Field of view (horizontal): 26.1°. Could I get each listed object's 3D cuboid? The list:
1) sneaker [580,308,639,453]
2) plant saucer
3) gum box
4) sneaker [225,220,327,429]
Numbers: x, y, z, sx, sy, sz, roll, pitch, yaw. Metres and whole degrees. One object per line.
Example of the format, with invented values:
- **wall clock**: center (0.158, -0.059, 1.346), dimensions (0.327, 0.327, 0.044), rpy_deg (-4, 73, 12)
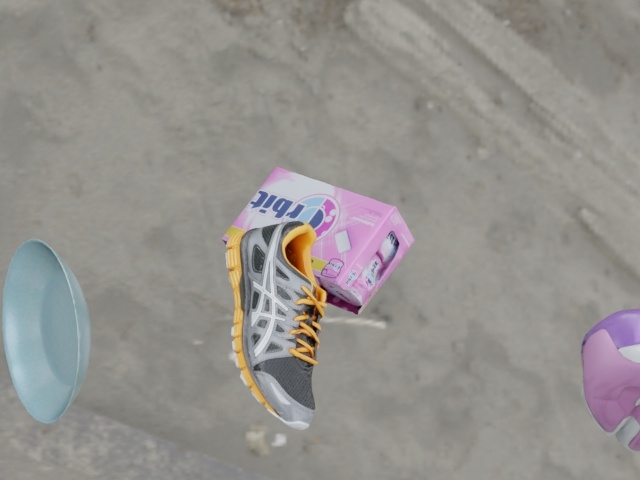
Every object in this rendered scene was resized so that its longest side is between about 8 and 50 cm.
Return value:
- **sneaker**: center (0.225, 0.046, 0.656), dimensions (0.237, 0.095, 0.104), rpy_deg (4, 62, -20)
- **plant saucer**: center (-0.281, 0.094, 1.452), dimensions (0.037, 0.195, 0.194), rpy_deg (-3, 86, -36)
- **gum box**: center (0.000, 0.000, 1.486), dimensions (0.107, 0.188, 0.062), rpy_deg (-54, 138, -19)
- **sneaker**: center (-0.033, 0.073, 1.294), dimensions (0.084, 0.083, 0.214), rpy_deg (33, 39, -55)
